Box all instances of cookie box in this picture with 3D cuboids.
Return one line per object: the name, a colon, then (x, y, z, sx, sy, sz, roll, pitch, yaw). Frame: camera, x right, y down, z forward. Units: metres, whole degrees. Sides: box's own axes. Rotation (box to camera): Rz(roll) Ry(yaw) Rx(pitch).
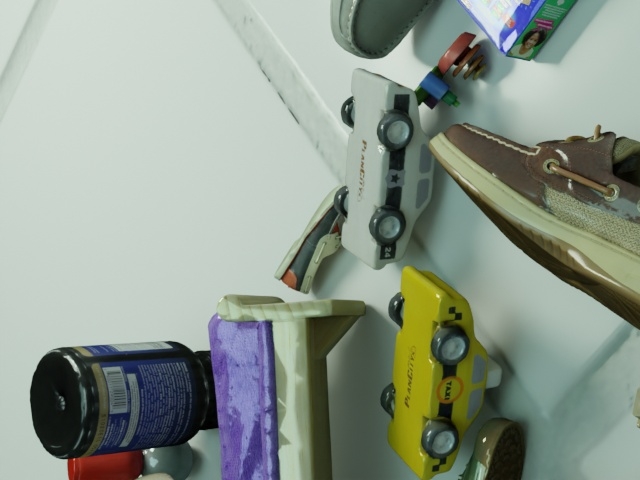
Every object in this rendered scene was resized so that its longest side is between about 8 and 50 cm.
cookie box: (0.184, -0.233, 1.129, 0.107, 0.040, 0.092, -55, 53, 32)

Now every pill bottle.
pill bottle: (-0.205, 0.176, 1.414, 0.122, 0.219, 0.123, -1, 88, 47)

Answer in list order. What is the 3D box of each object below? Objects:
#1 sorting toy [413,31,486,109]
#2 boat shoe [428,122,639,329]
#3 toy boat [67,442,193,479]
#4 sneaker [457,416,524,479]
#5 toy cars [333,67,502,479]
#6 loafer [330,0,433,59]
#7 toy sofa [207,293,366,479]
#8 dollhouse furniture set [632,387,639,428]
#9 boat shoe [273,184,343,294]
sorting toy: (0.123, -0.151, 1.194, 0.042, 0.061, 0.102, 40, 133, 0)
boat shoe: (0.231, -0.030, 1.043, 0.123, 0.123, 0.342, -49, 43, -2)
toy boat: (-0.184, 0.330, 1.390, 0.318, 0.148, 0.267, -120, 37, -51)
sneaker: (0.131, 0.250, 1.163, 0.086, 0.064, 0.192, 14, 103, 41)
toy cars: (0.096, 0.023, 1.189, 0.176, 0.087, 0.394, 132, 130, -60)
loafer: (0.107, -0.305, 1.162, 0.111, 0.112, 0.319, 52, 125, 44)
toy sofa: (-0.045, 0.234, 1.246, 0.177, 0.150, 0.363, -3, 86, 15)
dollhouse furniture set: (0.260, 0.197, 1.033, 0.182, 0.101, 0.161, 0, 65, 48)
boat shoe: (0.000, 0.000, 1.326, 0.043, 0.049, 0.137, 32, 118, -4)
